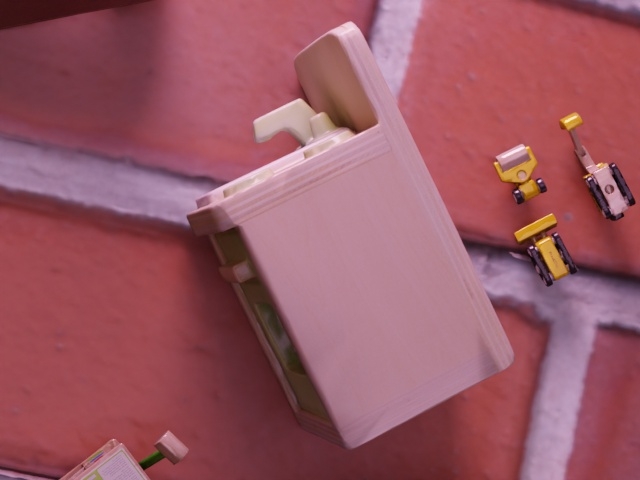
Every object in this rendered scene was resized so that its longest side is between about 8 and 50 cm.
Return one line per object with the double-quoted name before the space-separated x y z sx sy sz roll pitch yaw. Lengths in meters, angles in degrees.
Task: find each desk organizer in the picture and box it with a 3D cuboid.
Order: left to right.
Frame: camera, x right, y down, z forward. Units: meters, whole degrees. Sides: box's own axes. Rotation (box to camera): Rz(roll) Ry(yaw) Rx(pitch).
"desk organizer" -0.162 -0.180 1.031 0.130 0.050 0.047 -10 56 3

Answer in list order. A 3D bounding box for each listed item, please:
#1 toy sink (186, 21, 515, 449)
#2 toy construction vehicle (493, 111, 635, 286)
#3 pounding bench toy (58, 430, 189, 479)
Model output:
"toy sink" 0.000 0.000 1.009 0.131 0.153 0.234 -26 94 -11
"toy construction vehicle" 0.170 -0.030 1.110 0.086 0.035 0.098 -30 92 -1
"pounding bench toy" -0.124 0.155 1.020 0.083 0.065 0.052 -38 95 -11
